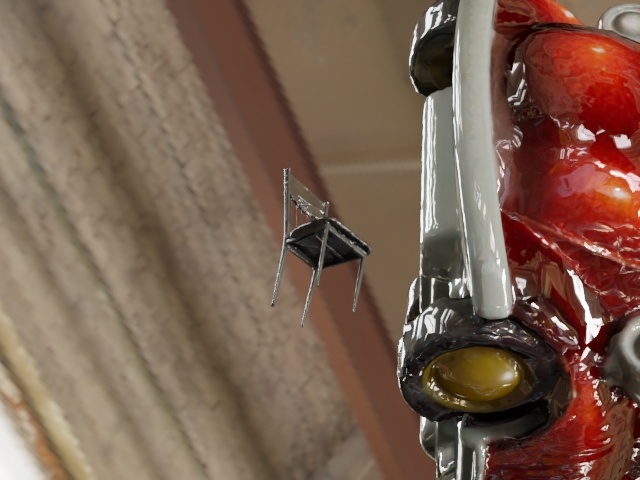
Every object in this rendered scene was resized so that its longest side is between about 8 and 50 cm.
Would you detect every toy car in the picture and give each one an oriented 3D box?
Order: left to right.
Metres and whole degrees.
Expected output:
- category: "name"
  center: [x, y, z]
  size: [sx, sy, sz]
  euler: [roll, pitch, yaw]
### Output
- category: "toy car"
  center: [0.074, 0.013, 0.386]
  size: [0.112, 0.112, 0.139]
  euler: [1, -41, 3]

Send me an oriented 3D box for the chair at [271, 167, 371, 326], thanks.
- category: "chair"
  center: [0.001, -0.001, 0.857]
  size: [0.042, 0.086, 0.037]
  euler: [-23, -45, 32]
